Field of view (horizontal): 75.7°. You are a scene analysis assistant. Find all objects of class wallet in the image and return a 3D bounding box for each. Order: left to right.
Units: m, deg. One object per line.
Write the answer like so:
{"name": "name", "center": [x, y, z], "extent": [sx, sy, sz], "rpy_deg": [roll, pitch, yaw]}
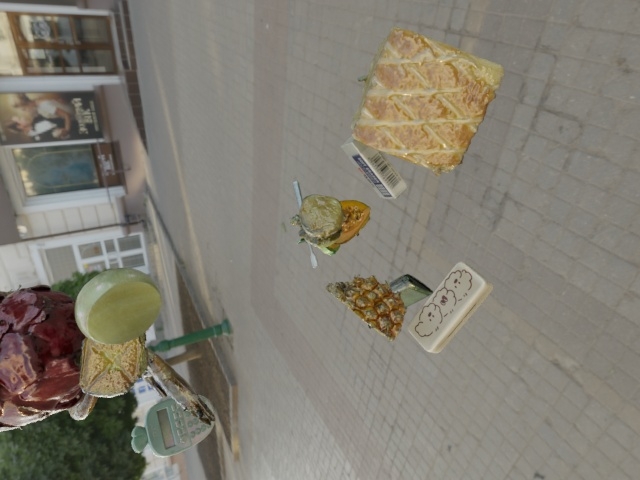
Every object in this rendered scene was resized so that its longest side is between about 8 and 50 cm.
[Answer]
{"name": "wallet", "center": [0.370, 0.237, 1.857], "extent": [0.236, 0.160, 0.055], "rpy_deg": [-41, 22, 49]}

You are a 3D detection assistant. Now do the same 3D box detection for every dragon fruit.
{"name": "dragon fruit", "center": [-0.665, 0.256, 0.920], "extent": [0.329, 0.329, 0.330], "rpy_deg": [36, 132, 53]}

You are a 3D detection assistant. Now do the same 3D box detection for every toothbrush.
{"name": "toothbrush", "center": [-0.053, -0.064, 1.466], "extent": [0.030, 0.025, 0.343], "rpy_deg": [49, -155, -70]}

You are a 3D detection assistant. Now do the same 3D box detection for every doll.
{"name": "doll", "center": [0.002, -0.007, 1.802], "extent": [0.106, 0.186, 0.135], "rpy_deg": [-38, 29, 53]}

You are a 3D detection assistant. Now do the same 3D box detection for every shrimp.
{"name": "shrimp", "center": [-0.414, 0.415, 1.142], "extent": [0.296, 0.058, 0.169], "rpy_deg": [42, 135, 8]}

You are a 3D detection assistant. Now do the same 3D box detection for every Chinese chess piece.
{"name": "Chinese chess piece", "center": [-0.364, 0.118, 0.746], "extent": [0.058, 0.144, 0.144], "rpy_deg": [31, 130, 38]}

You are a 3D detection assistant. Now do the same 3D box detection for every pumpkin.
{"name": "pumpkin", "center": [0.061, -0.053, 1.590], "extent": [0.111, 0.278, 0.163], "rpy_deg": [41, 147, 27]}

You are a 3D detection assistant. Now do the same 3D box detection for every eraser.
{"name": "eraser", "center": [0.207, -0.286, 1.588], "extent": [0.279, 0.081, 0.124], "rpy_deg": [48, 171, -16]}

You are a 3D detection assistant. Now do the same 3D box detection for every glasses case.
{"name": "glasses case", "center": [0.471, 0.248, 1.514], "extent": [0.337, 0.076, 0.144], "rpy_deg": [-57, 44, 14]}

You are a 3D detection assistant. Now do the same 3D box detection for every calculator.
{"name": "calculator", "center": [-0.516, 0.654, 1.459], "extent": [0.042, 0.295, 0.184], "rpy_deg": [-41, 63, 45]}

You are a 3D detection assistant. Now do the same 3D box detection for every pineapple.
{"name": "pineapple", "center": [0.182, 0.195, 1.593], "extent": [0.286, 0.209, 0.344], "rpy_deg": [43, 174, -18]}

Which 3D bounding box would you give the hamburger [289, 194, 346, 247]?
{"name": "hamburger", "center": [-0.009, -0.057, 1.330], "extent": [0.131, 0.184, 0.159], "rpy_deg": [96, 179, -63]}

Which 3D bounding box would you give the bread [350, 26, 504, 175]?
{"name": "bread", "center": [0.325, -0.458, 1.357], "extent": [0.279, 0.389, 0.371], "rpy_deg": [-71, 1, -61]}

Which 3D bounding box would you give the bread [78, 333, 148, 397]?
{"name": "bread", "center": [-0.425, 0.251, 0.857], "extent": [0.069, 0.127, 0.140], "rpy_deg": [173, 98, -76]}

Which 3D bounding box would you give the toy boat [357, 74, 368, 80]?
{"name": "toy boat", "center": [0.193, -0.596, 1.501], "extent": [0.063, 0.114, 0.016], "rpy_deg": [-55, -42, -69]}

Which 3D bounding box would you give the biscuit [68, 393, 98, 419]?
{"name": "biscuit", "center": [-0.667, 0.374, 1.176], "extent": [0.261, 0.037, 0.262], "rpy_deg": [-25, 55, 41]}
